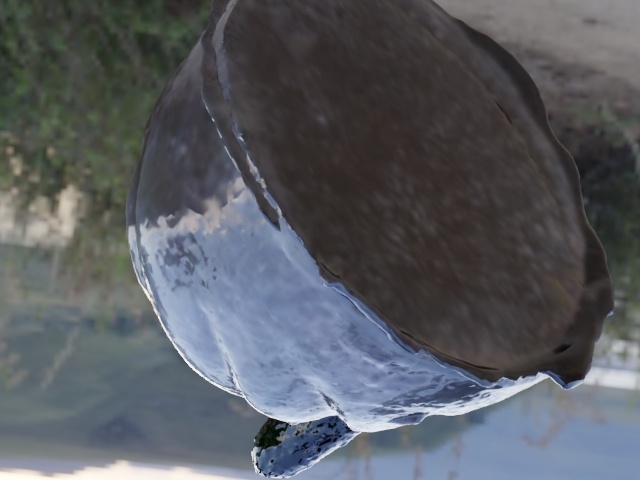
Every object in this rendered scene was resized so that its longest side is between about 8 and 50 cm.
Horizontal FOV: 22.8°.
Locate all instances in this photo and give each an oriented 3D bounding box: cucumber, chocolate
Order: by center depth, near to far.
[{"bbox_3d":[0.000,0.000,0.962,0.303,0.303,0.213,11,143,-38],"label":"chocolate"},{"bbox_3d":[0.031,0.119,1.240,0.245,0.067,0.067,-31,156,25],"label":"cucumber"}]
